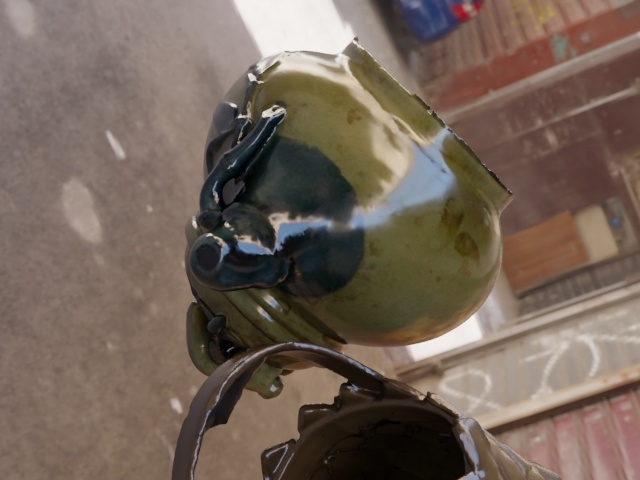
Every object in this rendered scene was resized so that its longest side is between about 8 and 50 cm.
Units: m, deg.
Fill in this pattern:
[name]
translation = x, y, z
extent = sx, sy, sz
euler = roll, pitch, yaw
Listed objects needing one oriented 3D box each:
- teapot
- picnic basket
[teapot]
translation = 0.000, 0.000, 0.581
extent = 0.173, 0.182, 0.269
euler = 46, 7, 11
[picnic basket]
translation = 0.013, 0.119, 0.481
extent = 0.178, 0.138, 0.128
euler = 38, 53, -29
